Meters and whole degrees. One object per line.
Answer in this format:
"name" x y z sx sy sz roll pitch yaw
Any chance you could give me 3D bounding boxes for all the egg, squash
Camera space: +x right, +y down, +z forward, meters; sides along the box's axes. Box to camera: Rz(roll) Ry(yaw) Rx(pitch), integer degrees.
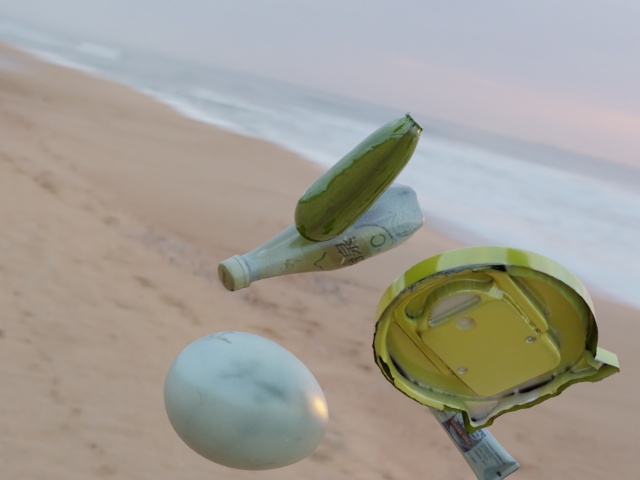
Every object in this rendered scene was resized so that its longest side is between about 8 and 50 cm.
"egg" -0.097 0.224 1.944 0.264 0.183 0.183 27 -4 -39
"squash" 0.043 -0.070 1.585 0.066 0.201 0.066 32 31 -22

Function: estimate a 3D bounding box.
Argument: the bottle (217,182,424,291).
"bottle" 0.000 0.000 1.682 0.269 0.083 0.083 -21 24 -30

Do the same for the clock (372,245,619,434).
"clock" 0.206 0.111 1.769 0.277 0.071 0.293 -22 -49 21

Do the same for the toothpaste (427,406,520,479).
"toothpaste" 0.186 0.245 1.969 0.233 0.060 0.038 52 -3 -8
